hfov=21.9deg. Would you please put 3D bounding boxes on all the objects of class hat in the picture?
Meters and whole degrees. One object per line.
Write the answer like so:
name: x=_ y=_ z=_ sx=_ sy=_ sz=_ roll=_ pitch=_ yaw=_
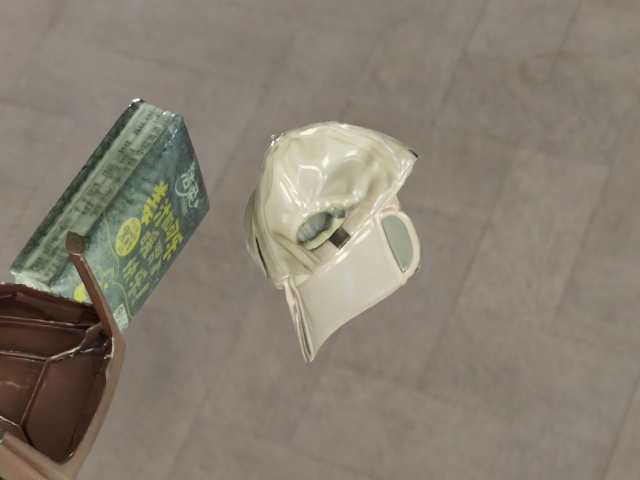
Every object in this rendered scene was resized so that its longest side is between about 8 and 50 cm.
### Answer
hat: x=0.000 y=0.000 z=1.778 sx=0.164 sy=0.226 sz=0.219 roll=41 pitch=59 yaw=19

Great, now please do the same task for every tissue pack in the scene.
tissue pack: x=-0.225 y=-0.004 z=1.831 sx=0.081 sy=0.185 sz=0.257 roll=22 pitch=62 yaw=20

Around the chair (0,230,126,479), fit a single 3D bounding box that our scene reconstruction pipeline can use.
chair: x=-0.242 y=0.120 z=1.272 sx=0.183 sy=0.326 sz=0.176 roll=13 pitch=69 yaw=17
